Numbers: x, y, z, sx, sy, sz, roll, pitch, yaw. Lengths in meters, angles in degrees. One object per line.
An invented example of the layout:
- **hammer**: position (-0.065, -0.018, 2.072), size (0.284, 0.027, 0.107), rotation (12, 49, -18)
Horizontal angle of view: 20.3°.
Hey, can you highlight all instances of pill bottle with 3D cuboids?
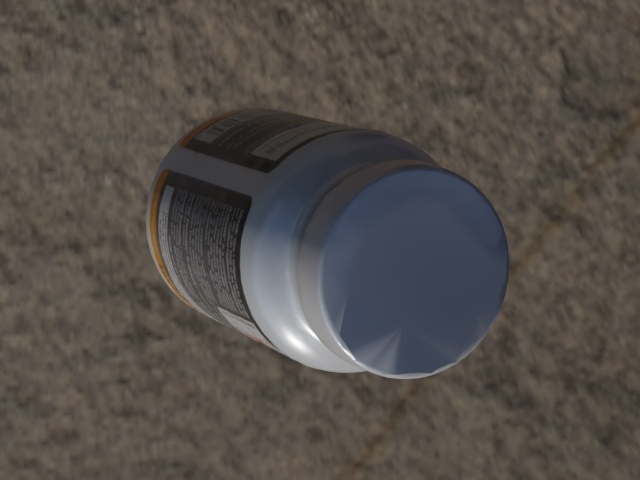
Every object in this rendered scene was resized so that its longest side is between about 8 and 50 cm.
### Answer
- **pill bottle**: position (0.000, 0.000, 1.193), size (0.162, 0.278, 0.162), rotation (-5, 101, -24)
